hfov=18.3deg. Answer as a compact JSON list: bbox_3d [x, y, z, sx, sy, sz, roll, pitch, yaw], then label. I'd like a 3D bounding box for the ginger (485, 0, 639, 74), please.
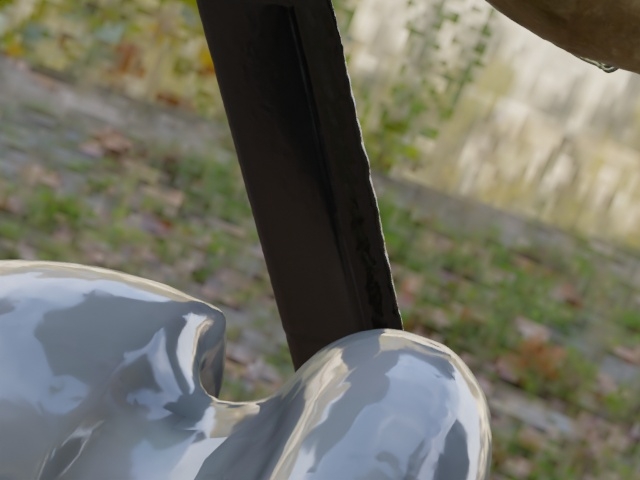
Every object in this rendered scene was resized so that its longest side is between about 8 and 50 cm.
[{"bbox_3d":[-0.034,-0.197,0.797,0.363,0.122,0.348,-1,37,-39],"label":"ginger"}]

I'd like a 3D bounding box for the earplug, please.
[{"bbox_3d":[-0.067,0.103,0.666,0.175,0.214,0.325,39,-13,-32],"label":"earplug"}]

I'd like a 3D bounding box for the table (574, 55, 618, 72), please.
[{"bbox_3d":[0.147,-0.151,1.124,0.083,0.062,0.079,47,-1,-28],"label":"table"}]

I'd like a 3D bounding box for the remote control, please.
[{"bbox_3d":[0.000,0.000,0.825,0.063,0.245,0.025,10,38,34],"label":"remote control"}]
